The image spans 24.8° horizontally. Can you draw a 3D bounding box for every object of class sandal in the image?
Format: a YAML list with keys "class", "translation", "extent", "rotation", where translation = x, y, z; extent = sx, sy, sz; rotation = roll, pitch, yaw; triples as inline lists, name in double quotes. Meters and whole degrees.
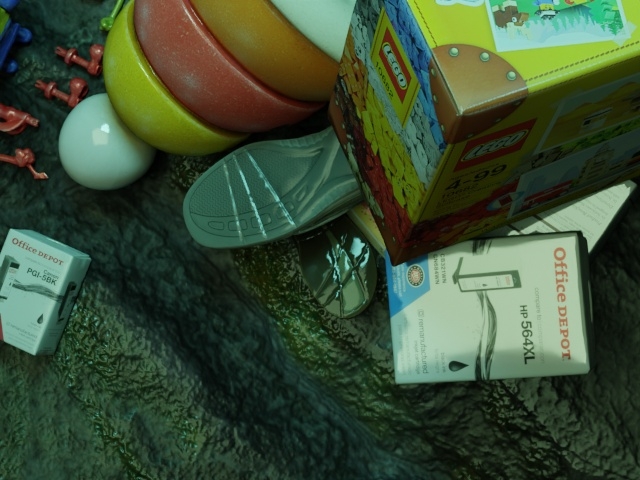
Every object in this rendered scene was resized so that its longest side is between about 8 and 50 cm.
- class: "sandal"
  translation: [0.000, 0.000, 1.733]
  extent: [0.090, 0.060, 0.219]
  rotation: [-37, 64, 0]

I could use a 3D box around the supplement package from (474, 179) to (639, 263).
- class: "supplement package"
  translation: [0.231, 0.007, 1.625]
  extent: [0.134, 0.139, 0.244]
  rotation: [35, 96, 13]

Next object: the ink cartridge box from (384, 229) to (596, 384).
- class: "ink cartridge box"
  translation: [0.179, 0.069, 1.522]
  extent: [0.203, 0.086, 0.148]
  rotation: [-6, 89, 15]

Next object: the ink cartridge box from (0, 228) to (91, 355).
- class: "ink cartridge box"
  translation: [-0.361, 0.064, 1.823]
  extent: [0.099, 0.056, 0.135]
  rotation: [22, 93, 16]

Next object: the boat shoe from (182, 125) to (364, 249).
- class: "boat shoe"
  translation: [-0.004, -0.072, 1.684]
  extent: [0.320, 0.103, 0.118]
  rotation: [-25, 74, 11]

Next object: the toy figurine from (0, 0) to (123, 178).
- class: "toy figurine"
  translation: [-0.384, -0.265, 1.767]
  extent: [0.191, 0.217, 0.362]
  rotation: [29, 95, 15]

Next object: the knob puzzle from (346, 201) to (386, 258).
- class: "knob puzzle"
  translation: [0.108, -0.087, 1.721]
  extent: [0.213, 0.030, 0.213]
  rotation: [-1, 86, 15]

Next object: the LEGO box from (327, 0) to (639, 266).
- class: "LEGO box"
  translation: [0.283, -0.197, 1.383]
  extent: [0.500, 0.372, 0.193]
  rotation: [-20, 73, -13]

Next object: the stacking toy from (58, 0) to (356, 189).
- class: "stacking toy"
  translation: [-0.132, -0.216, 1.701]
  extent: [0.480, 0.350, 0.350]
  rotation: [-37, 78, 30]
